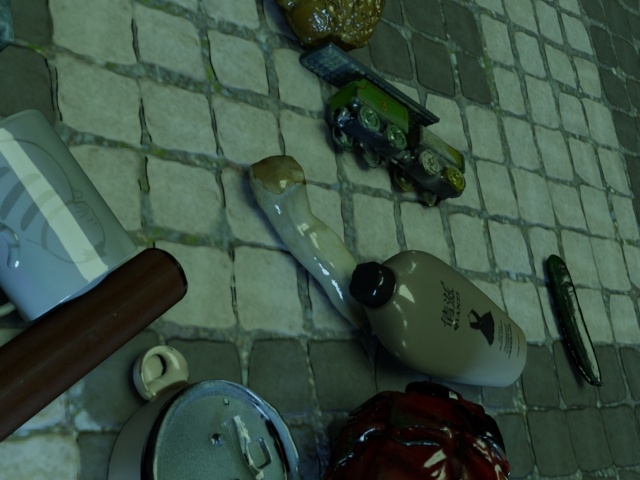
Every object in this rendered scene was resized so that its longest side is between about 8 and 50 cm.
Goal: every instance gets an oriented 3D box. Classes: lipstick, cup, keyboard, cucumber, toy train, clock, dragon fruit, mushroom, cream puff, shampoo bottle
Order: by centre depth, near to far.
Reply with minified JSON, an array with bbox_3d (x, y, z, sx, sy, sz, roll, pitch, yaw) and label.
[{"bbox_3d":[-0.223,0.106,0.616,0.057,0.057,0.357,57,43,-7],"label":"lipstick"},{"bbox_3d":[-0.221,-0.009,0.640,0.133,0.099,0.136,57,43,-8],"label":"cup"},{"bbox_3d":[-0.086,0.189,0.705,0.156,0.063,0.229,-15,84,-45],"label":"clock"},{"bbox_3d":[0.083,0.219,0.778,0.182,0.182,0.188,25,55,-34],"label":"dragon fruit"},{"bbox_3d":[-0.002,0.002,0.883,0.059,0.054,0.202,-45,110,-39],"label":"mushroom"},{"bbox_3d":[0.124,0.083,0.927,0.257,0.078,0.127,27,62,-40],"label":"shampoo bottle"},{"bbox_3d":[0.014,-0.281,0.987,0.126,0.103,0.143,-30,99,-48],"label":"cream puff"},{"bbox_3d":[0.092,-0.110,1.015,0.202,0.060,0.081,29,48,-34],"label":"toy train"},{"bbox_3d":[0.059,-0.173,1.016,0.176,0.055,0.014,28,65,-32],"label":"keyboard"},{"bbox_3d":[0.331,0.105,1.164,0.036,0.033,0.184,-8,76,-20],"label":"cucumber"}]

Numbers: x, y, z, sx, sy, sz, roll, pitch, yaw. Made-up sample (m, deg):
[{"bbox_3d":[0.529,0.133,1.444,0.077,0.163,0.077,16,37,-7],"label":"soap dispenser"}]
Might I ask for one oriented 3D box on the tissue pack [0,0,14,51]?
[{"bbox_3d":[-0.377,-0.254,0.602,0.316,0.103,0.227,6,66,-43],"label":"tissue pack"}]
